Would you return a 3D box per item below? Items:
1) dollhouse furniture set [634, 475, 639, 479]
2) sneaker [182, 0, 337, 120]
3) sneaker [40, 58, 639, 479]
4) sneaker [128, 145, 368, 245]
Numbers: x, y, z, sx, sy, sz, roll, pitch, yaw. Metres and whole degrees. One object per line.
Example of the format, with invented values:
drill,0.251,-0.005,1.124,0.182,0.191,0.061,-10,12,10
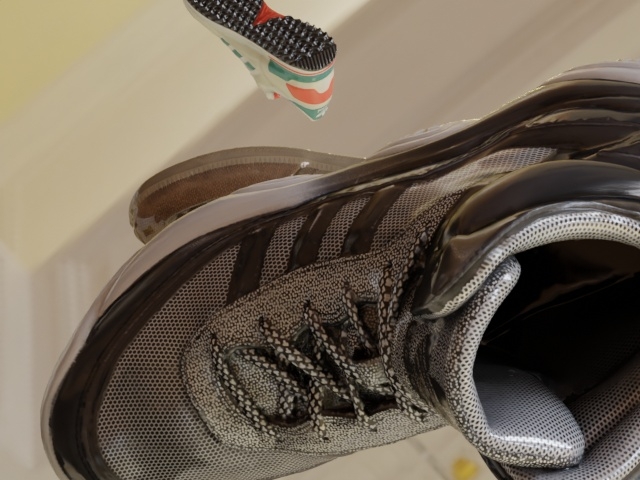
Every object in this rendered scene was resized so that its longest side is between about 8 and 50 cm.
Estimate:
dollhouse furniture set,0.179,0.222,0.835,0.394,0.256,0.362,-15,-121,61
sneaker,-0.050,-0.147,1.383,0.057,0.075,0.161,-35,-127,-28
sneaker,0.019,0.032,0.572,0.268,0.101,0.153,-25,-165,11
sneaker,0.000,0.000,0.877,0.188,0.066,0.071,-1,-127,-1
